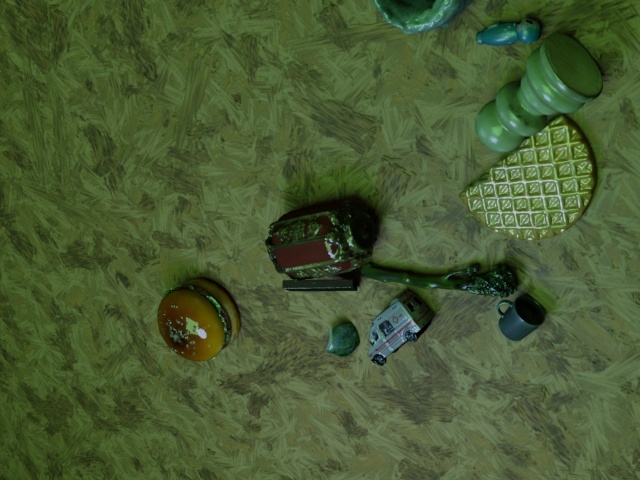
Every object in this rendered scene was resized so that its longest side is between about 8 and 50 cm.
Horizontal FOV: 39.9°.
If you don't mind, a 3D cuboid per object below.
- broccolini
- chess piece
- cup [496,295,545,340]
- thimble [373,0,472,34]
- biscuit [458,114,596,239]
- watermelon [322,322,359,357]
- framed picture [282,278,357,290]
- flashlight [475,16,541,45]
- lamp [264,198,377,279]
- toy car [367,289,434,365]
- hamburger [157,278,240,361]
[{"bbox_3d":[0.261,0.074,2.018,0.392,0.074,0.079,8,161,33],"label":"broccolini"},{"bbox_3d":[0.394,-0.259,1.675,0.144,0.144,0.251,49,137,1],"label":"chess piece"},{"bbox_3d":[0.428,0.167,1.932,0.100,0.078,0.077,32,136,-2],"label":"cup"},{"bbox_3d":[0.197,-0.508,1.640,0.205,0.172,0.250,20,124,23],"label":"thimble"},{"bbox_3d":[0.437,-0.100,1.796,0.204,0.040,0.309,50,133,1],"label":"biscuit"},{"bbox_3d":[0.051,0.249,2.266,0.072,0.084,0.092,28,93,46],"label":"watermelon"},{"bbox_3d":[0.001,0.109,2.137,0.168,0.128,0.023,-1,83,7],"label":"framed picture"},{"bbox_3d":[0.357,-0.392,1.678,0.129,0.051,0.051,-3,114,40],"label":"flashlight"},{"bbox_3d":[0.000,0.000,2.087,0.274,0.177,0.177,-13,108,38],"label":"lamp"},{"bbox_3d":[0.175,0.214,2.135,0.108,0.089,0.209,47,131,4],"label":"toy car"},{"bbox_3d":[-0.357,0.235,2.472,0.246,0.170,0.246,15,122,26],"label":"hamburger"}]
